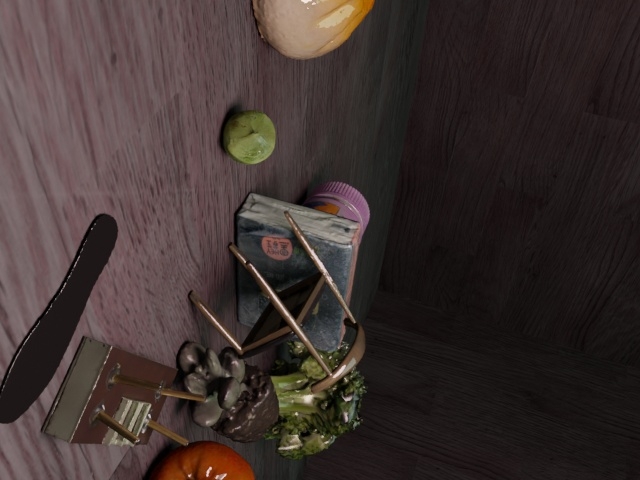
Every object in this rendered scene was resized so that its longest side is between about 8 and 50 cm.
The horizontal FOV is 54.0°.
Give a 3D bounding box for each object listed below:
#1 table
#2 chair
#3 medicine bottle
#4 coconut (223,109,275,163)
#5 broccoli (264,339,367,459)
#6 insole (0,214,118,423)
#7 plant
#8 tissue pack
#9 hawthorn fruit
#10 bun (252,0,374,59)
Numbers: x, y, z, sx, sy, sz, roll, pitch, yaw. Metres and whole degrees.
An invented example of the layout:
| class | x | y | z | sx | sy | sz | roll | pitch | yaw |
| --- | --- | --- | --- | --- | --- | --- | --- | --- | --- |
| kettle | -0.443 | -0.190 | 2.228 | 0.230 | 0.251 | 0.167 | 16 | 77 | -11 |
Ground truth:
| class | x | y | z | sx | sy | sz | roll | pitch | yaw |
| --- | --- | --- | --- | --- | --- | --- | --- | --- | --- |
| table | -0.243 | 0.222 | 0.851 | 0.240 | 0.111 | 0.121 | 68 | 40 | -71 |
| chair | -0.063 | 0.123 | 1.100 | 0.166 | 0.272 | 0.188 | -28 | -162 | 35 |
| medicine bottle | 0.000 | 0.000 | 1.496 | 0.290 | 0.178 | 0.178 | -60 | 162 | -49 |
| coconut | -0.113 | -0.163 | 0.997 | 0.096 | 0.088 | 0.088 | -6 | -115 | 71 |
| broccoli | -0.029 | 0.411 | 1.700 | 0.317 | 0.338 | 0.277 | 49 | 26 | -51 |
| insole | -0.291 | 0.084 | 0.709 | 0.086 | 0.005 | 0.253 | 81 | 28 | -66 |
| plant | -0.177 | 0.278 | 1.155 | 0.149 | 0.146 | 0.274 | -60 | 155 | -20 |
| tissue pack | -0.048 | 0.069 | 1.249 | 0.103 | 0.228 | 0.315 | -62 | 164 | -44 |
| hawthorn fruit | -0.220 | 0.462 | 1.136 | 0.225 | 0.196 | 0.196 | 117 | -4 | -64 |
| bun | 0.015 | -0.439 | 1.015 | 0.299 | 0.165 | 0.299 | 15 | 90 | -78 |
